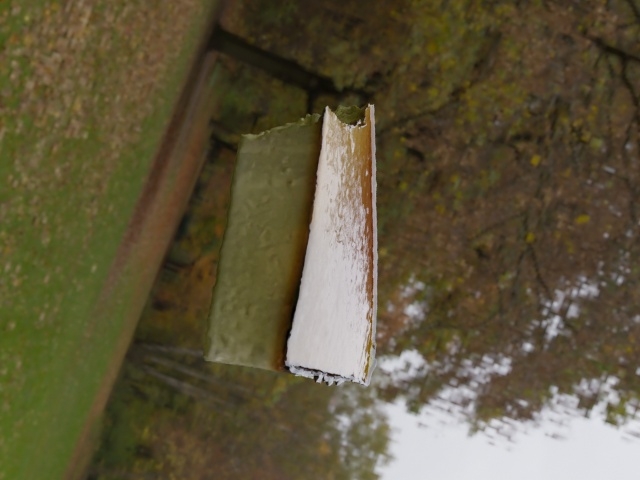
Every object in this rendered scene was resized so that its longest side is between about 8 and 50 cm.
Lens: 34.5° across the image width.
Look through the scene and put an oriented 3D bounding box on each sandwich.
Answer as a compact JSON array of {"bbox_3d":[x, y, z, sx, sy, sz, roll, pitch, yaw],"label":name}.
[{"bbox_3d":[0.000,0.000,0.591,0.193,0.058,0.162,37,62,-72],"label":"sandwich"}]
